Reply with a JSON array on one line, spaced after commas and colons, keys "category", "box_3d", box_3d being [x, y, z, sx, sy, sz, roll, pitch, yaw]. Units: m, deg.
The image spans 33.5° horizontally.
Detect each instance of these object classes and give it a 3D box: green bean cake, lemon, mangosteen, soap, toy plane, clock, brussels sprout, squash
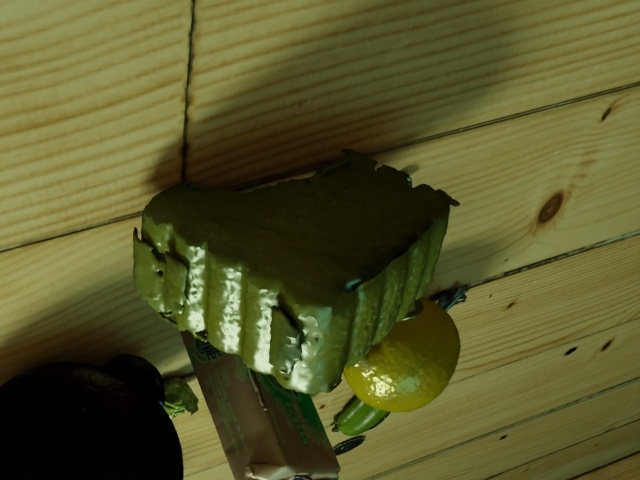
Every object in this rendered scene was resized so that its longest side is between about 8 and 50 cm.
[{"category": "green bean cake", "box_3d": [-0.030, 0.027, 1.219, 0.310, 0.285, 0.202, -33, 140, -44]}, {"category": "lemon", "box_3d": [0.127, 0.176, 1.680, 0.244, 0.187, 0.187, -4, 147, -46]}, {"category": "mangosteen", "box_3d": [-0.309, 0.284, 1.401, 0.313, 0.297, 0.297, -50, 166, -28]}, {"category": "soap", "box_3d": [-0.082, 0.222, 1.470, 0.098, 0.273, 0.218, -31, 153, 15]}, {"category": "toy plane", "box_3d": [0.212, 0.105, 1.790, 0.083, 0.031, 0.078, -36, 152, 20]}, {"category": "clock", "box_3d": [0.059, 0.449, 2.317, 0.083, 0.010, 0.074, -21, 154, -8]}, {"category": "brussels sprout", "box_3d": [-0.228, 0.238, 1.623, 0.085, 0.058, 0.085, -12, -175, 1]}, {"category": "squash", "box_3d": [0.103, 0.298, 2.006, 0.080, 0.071, 0.318, -10, 150, -28]}]

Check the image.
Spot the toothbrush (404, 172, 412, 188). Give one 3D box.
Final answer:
[{"category": "toothbrush", "box_3d": [0.000, 0.000, 1.412, 0.297, 0.030, 0.030, -35, 138, 15]}]
